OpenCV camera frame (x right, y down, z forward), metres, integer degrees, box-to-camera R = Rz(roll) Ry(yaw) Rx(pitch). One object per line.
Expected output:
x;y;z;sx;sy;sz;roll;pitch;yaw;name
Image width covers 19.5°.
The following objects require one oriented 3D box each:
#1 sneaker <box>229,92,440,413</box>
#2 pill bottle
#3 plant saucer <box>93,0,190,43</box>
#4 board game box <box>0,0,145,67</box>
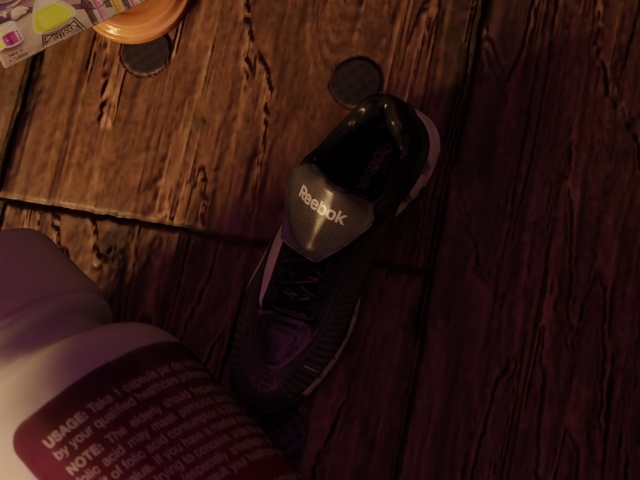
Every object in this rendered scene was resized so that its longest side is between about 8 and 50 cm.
0.000;0.000;1.213;0.078;0.106;0.234;26;81;16;sneaker
-0.112;0.192;1.118;0.224;0.224;0.392;-43;73;-4;pill bottle
-0.133;-0.181;1.332;0.083;0.013;0.083;-2;75;8;plant saucer
-0.103;-0.279;1.250;0.347;0.208;0.056;-27;31;-3;board game box
